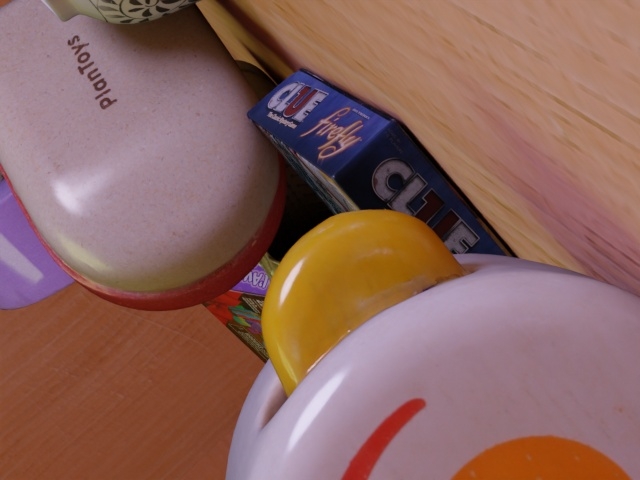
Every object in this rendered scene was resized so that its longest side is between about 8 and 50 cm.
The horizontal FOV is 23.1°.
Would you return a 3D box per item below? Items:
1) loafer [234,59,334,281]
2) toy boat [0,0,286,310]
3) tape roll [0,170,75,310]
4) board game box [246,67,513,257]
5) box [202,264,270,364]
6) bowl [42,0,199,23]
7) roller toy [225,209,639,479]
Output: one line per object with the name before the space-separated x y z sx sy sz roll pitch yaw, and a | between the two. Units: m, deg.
loafer | 0.000 0.000 1.053 0.268 0.102 0.092 48 -177 -22
toy boat | -0.107 -0.053 0.949 0.231 0.151 0.151 57 179 32
tape roll | -0.201 -0.073 1.281 0.090 0.275 0.275 49 177 -23
board game box | 0.072 0.020 0.829 0.243 0.042 0.165 48 177 -23
box | 0.031 0.085 1.328 0.201 0.057 0.293 8 158 27
bowl | -0.135 -0.171 0.843 0.170 0.080 0.170 46 177 3
roller toy | 0.063 0.100 0.556 0.191 0.209 0.146 8 -178 -6
